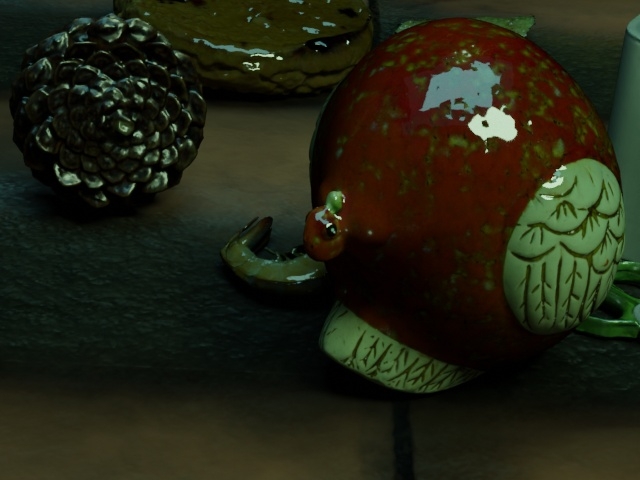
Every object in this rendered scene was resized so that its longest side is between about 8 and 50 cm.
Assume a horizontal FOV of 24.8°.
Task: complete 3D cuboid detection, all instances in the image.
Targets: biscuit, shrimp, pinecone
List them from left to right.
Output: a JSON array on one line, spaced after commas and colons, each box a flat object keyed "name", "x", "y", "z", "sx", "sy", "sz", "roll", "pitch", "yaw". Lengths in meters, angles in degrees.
[{"name": "pinecone", "x": -0.182, "y": -0.110, "z": 1.220, "sx": 0.163, "sy": 0.163, "sz": 0.165, "roll": -5, "pitch": 11, "yaw": -14}, {"name": "biscuit", "x": -0.079, "y": -0.228, "z": 1.525, "sx": 0.296, "sy": 0.075, "sz": 0.296, "roll": 7, "pitch": 29, "yaw": -4}, {"name": "shrimp", "x": 0.000, "y": 0.001, "z": 1.157, "sx": 0.178, "sy": 0.034, "sz": 0.124, "roll": -27, "pitch": 34, "yaw": -36}]

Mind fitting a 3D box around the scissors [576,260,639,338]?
[{"name": "scissors", "x": 0.266, "y": 0.069, "z": 1.059, "sx": 0.101, "sy": 0.027, "sz": 0.204, "roll": -21, "pitch": 34, "yaw": -33}]

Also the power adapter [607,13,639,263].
[{"name": "power adapter", "x": 0.327, "y": -0.100, "z": 1.144, "sx": 0.187, "sy": 0.255, "sz": 0.124, "roll": 17, "pitch": 28, "yaw": 23}]

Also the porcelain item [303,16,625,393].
[{"name": "porcelain item", "x": 0.072, "y": -0.020, "z": 0.984, "sx": 0.253, "sy": 0.253, "sz": 0.253, "roll": 2, "pitch": 28, "yaw": -1}]

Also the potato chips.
[{"name": "potato chips", "x": 0.148, "y": -0.222, "z": 1.590, "sx": 0.142, "sy": 0.026, "sz": 0.209, "roll": 13, "pitch": 30, "yaw": 23}]
